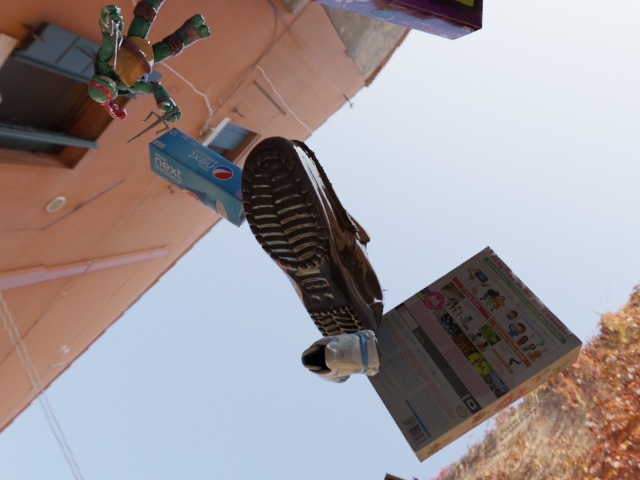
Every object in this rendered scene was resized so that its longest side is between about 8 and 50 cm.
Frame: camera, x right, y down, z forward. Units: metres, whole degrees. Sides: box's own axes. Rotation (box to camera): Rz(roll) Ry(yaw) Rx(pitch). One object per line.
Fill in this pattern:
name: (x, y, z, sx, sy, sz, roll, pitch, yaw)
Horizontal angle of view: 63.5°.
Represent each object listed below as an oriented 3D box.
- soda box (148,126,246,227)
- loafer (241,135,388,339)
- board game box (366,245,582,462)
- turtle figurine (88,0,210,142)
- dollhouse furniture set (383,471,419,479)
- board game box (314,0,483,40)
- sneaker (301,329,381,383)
soda box: (-0.207, -0.115, 0.934, 0.210, 0.067, 0.071, 33, -39, 12)
loafer: (0.000, 0.000, 0.796, 0.134, 0.130, 0.366, -5, -58, 33)
board game box: (0.227, 0.182, 0.859, 0.303, 0.097, 0.224, -32, -127, -2)
turtle figurine: (-0.268, -0.268, 0.755, 0.118, 0.175, 0.234, 13, -117, 29)
dollhouse furniture set: (0.147, 0.542, 0.792, 0.174, 0.355, 0.303, 15, -108, 11)
board game box: (0.066, -0.380, 0.468, 0.056, 0.208, 0.346, 3, -88, 55)
sneaker: (0.009, 0.158, 0.706, 0.083, 0.190, 0.071, -1, -110, -17)
